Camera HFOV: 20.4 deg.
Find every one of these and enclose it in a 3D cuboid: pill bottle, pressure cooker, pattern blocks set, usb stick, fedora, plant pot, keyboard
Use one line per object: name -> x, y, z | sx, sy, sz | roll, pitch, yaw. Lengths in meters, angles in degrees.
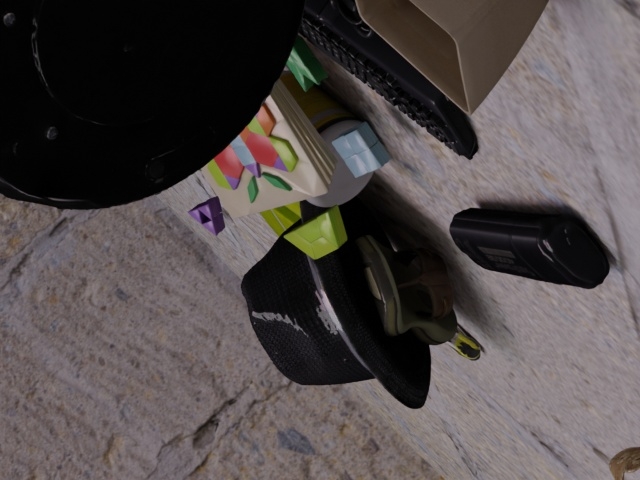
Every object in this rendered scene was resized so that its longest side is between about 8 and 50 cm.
pill bottle -> -0.028, -0.121, 1.919 | 0.184, 0.103, 0.103 | 41, 170, 40
pressure cooker -> -0.258, -0.267, 1.499 | 0.420, 0.370, 0.375 | 36, 162, 41
pattern blocks set -> -0.075, -0.100, 1.838 | 0.285, 0.026, 0.325 | 49, 143, -2
usb stick -> 0.185, 0.004, 1.616 | 0.077, 0.045, 0.278 | 42, 173, -11
fedora -> 0.006, 0.080, 2.125 | 0.334, 0.152, 0.334 | 57, -162, -30
plant pot -> 0.089, -0.165, 1.130 | 0.109, 0.096, 0.109 | 45, 172, 22
keyboard -> 0.014, -0.195, 1.611 | 0.317, 0.033, 0.201 | 40, 169, 38

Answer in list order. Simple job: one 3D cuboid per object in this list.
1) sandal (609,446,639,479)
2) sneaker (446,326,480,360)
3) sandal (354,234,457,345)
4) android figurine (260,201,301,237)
sandal -> 0.337, 0.256, 1.859 | 0.079, 0.088, 0.240 | 36, 172, 30
sneaker -> 0.174, 0.129, 2.299 | 0.083, 0.031, 0.035 | 44, 171, 26
sandal -> 0.115, 0.050, 2.077 | 0.303, 0.086, 0.120 | 21, -133, -69
android figurine -> 0.000, 0.000, 2.511 | 0.273, 0.056, 0.248 | 38, 168, 47
